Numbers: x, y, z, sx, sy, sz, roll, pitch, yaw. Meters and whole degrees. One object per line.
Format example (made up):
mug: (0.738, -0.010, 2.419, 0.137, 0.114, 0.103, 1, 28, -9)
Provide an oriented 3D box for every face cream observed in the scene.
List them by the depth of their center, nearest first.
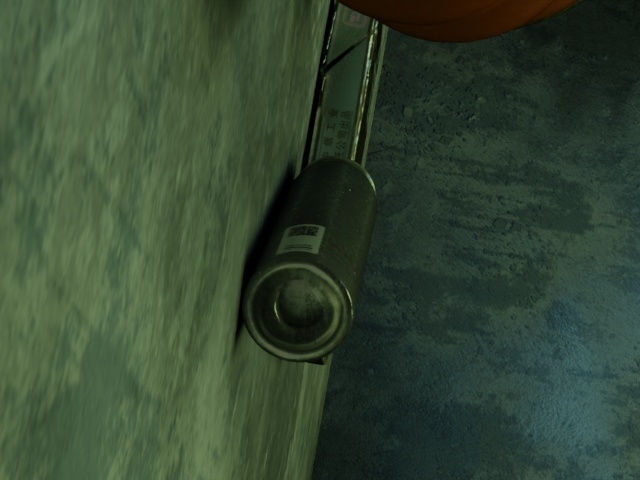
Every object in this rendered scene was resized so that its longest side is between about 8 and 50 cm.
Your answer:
face cream: (0.000, 0.000, 0.986, 0.283, 0.073, 0.073, -71, 170, -70)

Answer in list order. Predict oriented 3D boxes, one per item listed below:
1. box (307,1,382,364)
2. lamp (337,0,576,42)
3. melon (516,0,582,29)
box: (0.011, -0.053, 1.258, 0.180, 0.047, 0.325, 80, 19, -80)
lamp: (0.072, -0.197, 0.601, 0.223, 0.196, 0.223, -32, 140, -32)
melon: (0.123, -0.284, 0.937, 0.302, 0.237, 0.237, 94, 6, -57)
